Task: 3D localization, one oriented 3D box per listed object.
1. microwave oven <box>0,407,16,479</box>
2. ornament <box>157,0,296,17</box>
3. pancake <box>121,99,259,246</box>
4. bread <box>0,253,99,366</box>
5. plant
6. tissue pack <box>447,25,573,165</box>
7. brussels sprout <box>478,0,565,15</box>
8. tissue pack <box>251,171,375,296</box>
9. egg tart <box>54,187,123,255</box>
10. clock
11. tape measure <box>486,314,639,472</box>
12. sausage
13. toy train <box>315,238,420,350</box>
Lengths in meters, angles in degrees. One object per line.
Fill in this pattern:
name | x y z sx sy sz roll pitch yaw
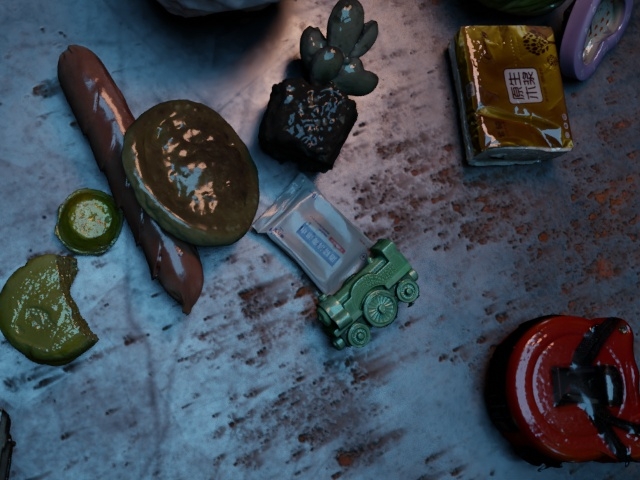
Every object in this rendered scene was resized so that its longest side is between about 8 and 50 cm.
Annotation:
microwave oven | -0.464 0.316 1.104 0.129 0.163 0.205 8 74 -16
ornament | -0.130 -0.489 1.262 0.336 0.337 0.337 3 78 -15
pancake | -0.183 -0.106 1.276 0.241 0.050 0.242 22 53 -32
bread | -0.388 0.099 1.210 0.125 0.086 0.156 -17 81 -8
plant | 0.009 -0.244 1.355 0.149 0.146 0.275 26 73 -7
tissue pack | 0.321 -0.246 1.475 0.183 0.092 0.226 -5 78 -16
brussels sprout | 0.337 -0.488 1.457 0.244 0.244 0.244 3 78 -15
tissue pack | 0.000 0.000 1.367 0.193 0.026 0.122 43 72 -5
egg tart | -0.337 -0.029 1.272 0.105 0.039 0.105 3 79 -17
clock | 0.473 -0.389 1.523 0.064 0.172 0.198 27 68 35
tape measure | 0.395 0.244 1.384 0.260 0.114 0.253 -2 79 -16
sausage | -0.274 -0.091 1.279 0.087 0.088 0.433 -24 87 -19
toy train | 0.072 0.088 1.337 0.178 0.071 0.105 -41 105 -16
